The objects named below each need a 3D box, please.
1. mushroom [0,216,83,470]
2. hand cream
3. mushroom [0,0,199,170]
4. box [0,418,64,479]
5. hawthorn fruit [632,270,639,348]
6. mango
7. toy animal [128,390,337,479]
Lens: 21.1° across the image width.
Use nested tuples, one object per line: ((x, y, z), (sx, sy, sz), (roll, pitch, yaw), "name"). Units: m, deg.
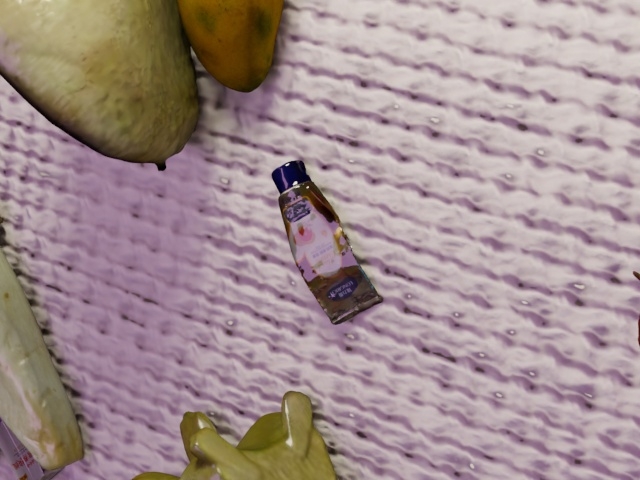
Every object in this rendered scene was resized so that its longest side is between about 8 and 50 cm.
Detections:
((-0.369, 0.109, 1.959), (0.107, 0.087, 0.333), (-25, 85, 27), "mushroom")
((0.000, 0.000, 1.679), (0.062, 0.039, 0.163), (-29, 81, 22), "hand cream")
((-0.192, -0.199, 1.692), (0.217, 0.292, 0.212), (39, 90, 5), "mushroom")
((-0.346, 0.229, 1.992), (0.050, 0.036, 0.117), (-38, 75, 36), "box")
((0.363, 0.064, 1.264), (0.258, 0.262, 0.258), (5, 104, 22), "hawthorn fruit")
((-0.090, -0.229, 1.677), (0.111, 0.089, 0.163), (31, 124, 29), "mango")
((-0.145, 0.287, 1.749), (0.363, 0.181, 0.180), (-26, 94, 35), "toy animal")
